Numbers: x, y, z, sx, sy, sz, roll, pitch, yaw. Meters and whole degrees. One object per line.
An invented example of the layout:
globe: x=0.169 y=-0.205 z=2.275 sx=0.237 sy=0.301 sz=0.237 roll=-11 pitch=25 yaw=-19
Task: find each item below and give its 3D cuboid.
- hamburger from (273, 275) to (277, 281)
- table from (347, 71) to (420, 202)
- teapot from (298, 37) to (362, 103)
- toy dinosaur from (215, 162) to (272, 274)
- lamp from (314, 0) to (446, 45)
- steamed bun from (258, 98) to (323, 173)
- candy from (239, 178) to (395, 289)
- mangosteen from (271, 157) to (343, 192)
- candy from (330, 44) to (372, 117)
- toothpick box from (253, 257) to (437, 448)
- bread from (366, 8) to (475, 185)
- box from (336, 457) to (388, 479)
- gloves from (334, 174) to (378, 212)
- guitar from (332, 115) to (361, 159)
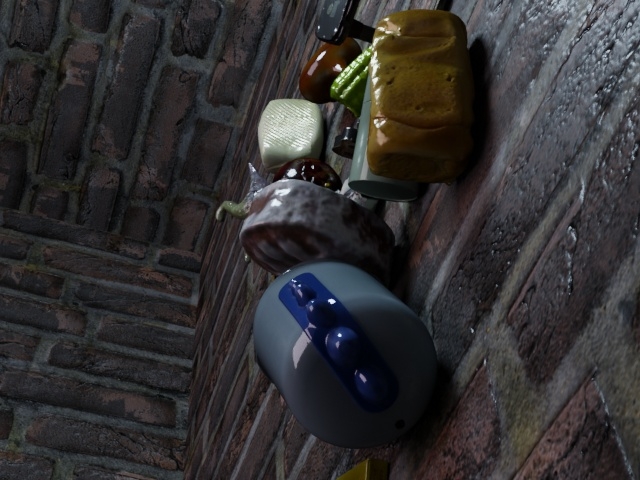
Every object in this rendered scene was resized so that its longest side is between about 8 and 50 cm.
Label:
hamburger: x=-0.032 y=0.095 z=2.111 sx=0.210 sy=0.116 sz=0.173 roll=138 pitch=136 yaw=-61
table: x=0.127 y=-0.189 z=1.689 sx=0.126 sy=0.126 sz=0.220 roll=153 pitch=130 yaw=-73
teapot: x=0.039 y=-0.381 z=2.296 sx=0.178 sy=0.135 sz=0.252 roll=-43 pitch=-7 yaw=-2
toy dinosaur: x=-0.126 y=-0.037 z=2.120 sx=0.294 sy=0.077 sz=0.162 roll=52 pitch=125 yaw=30
lamp: x=0.134 y=-0.408 z=1.704 sx=0.124 sy=0.283 sz=0.203 roll=27 pitch=103 yaw=49
steamed bun: x=-0.074 y=-0.252 z=2.540 sx=0.152 sy=0.170 sz=0.239 roll=84 pitch=-172 yaw=-48
candy: x=0.000 y=0.000 z=1.696 sx=0.214 sy=0.289 sz=0.157 roll=-26 pitch=44 yaw=46
mangosteen: x=-0.033 y=-0.101 z=2.191 sx=0.184 sy=0.172 sz=0.172 roll=120 pitch=161 yaw=-72
candy: x=0.113 y=-0.330 z=1.867 sx=0.209 sy=0.097 sz=0.097 roll=-45 pitch=18 yaw=5
toothpick box: x=0.030 y=0.160 z=1.453 sx=0.354 sy=0.263 sz=0.263 roll=-142 pitch=67 yaw=-74
bread: x=0.159 y=-0.231 z=1.530 sx=0.132 sy=0.167 sz=0.294 roll=80 pitch=-168 yaw=-58
box: x=0.051 y=0.487 z=1.493 sx=0.153 sy=0.041 sz=0.279 roll=127 pitch=153 yaw=-58
gloves: x=0.047 y=-0.047 z=1.935 sx=0.212 sy=0.111 sz=0.127 roll=-56 pitch=47 yaw=48
guitar: x=0.076 y=-0.207 z=1.932 sx=0.271 sy=0.084 sz=0.038 roll=121 pitch=163 yaw=-81
